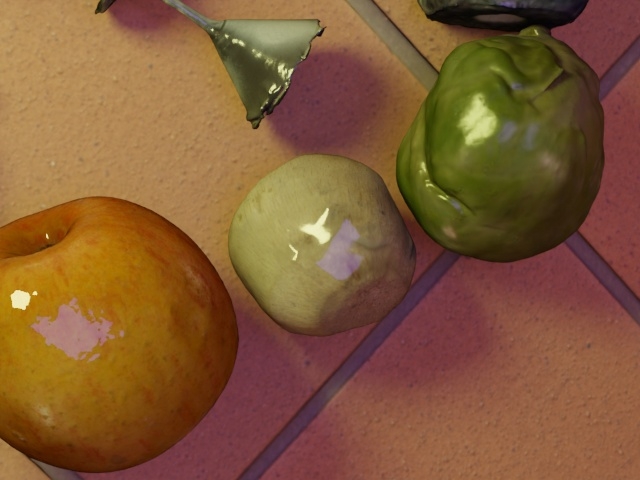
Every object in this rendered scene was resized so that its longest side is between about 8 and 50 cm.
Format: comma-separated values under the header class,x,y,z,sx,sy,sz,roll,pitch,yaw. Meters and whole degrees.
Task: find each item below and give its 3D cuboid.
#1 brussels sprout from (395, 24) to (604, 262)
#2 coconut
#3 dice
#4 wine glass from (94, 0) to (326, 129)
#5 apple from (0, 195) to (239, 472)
class,x,y,z,sx,sy,sz,roll,pitch,yaw
brussels sprout,0.217,-0.112,1.730,0.242,0.316,0.274,8,110,15
coconut,0.000,0.000,1.691,0.224,0.224,0.224,0,90,-19
dice,0.224,-0.354,1.765,0.182,0.181,0.183,6,87,-21
wine glass,-0.132,-0.252,1.668,0.232,0.156,0.156,32,80,-13
apple,-0.249,0.090,1.537,0.299,0.299,0.275,-40,124,-15
